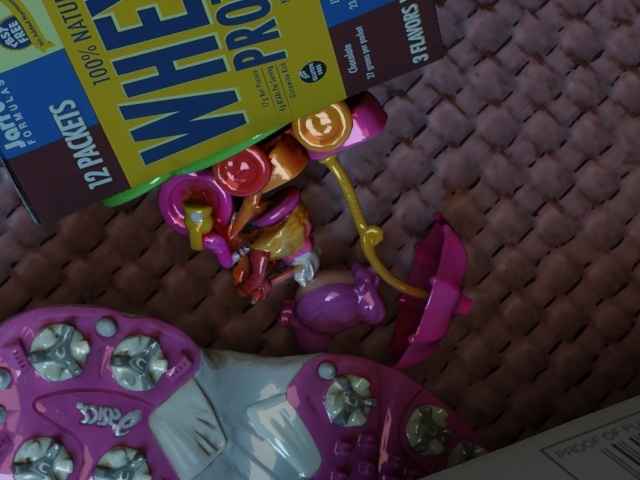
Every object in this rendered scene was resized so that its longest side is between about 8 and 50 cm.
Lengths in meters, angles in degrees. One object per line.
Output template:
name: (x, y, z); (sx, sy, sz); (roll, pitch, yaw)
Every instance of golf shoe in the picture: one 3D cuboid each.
golf shoe: (-0.046, 0.103, 0.771); (0.306, 0.140, 0.115); (22, 77, -25)

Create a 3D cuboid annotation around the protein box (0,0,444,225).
protein box: (-0.081, -0.152, 0.683); (0.199, 0.201, 0.136); (-23, 140, -3)

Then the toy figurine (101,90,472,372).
toy figurine: (0.000, 0.000, 0.772); (0.173, 0.130, 0.159); (-28, 106, 19)

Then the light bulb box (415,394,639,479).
light bulb box: (0.198, 0.264, 0.641); (0.357, 0.225, 0.361); (-16, 117, -22)
